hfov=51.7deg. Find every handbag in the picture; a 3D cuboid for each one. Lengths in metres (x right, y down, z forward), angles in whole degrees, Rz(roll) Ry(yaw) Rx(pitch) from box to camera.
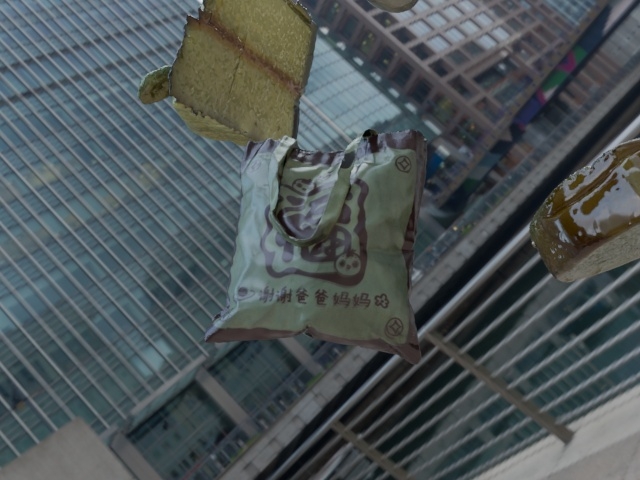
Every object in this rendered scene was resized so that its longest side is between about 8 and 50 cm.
[{"bbox_3d":[0.000,0.000,0.669,0.127,0.213,0.235,54,-141,-68],"label":"handbag"}]

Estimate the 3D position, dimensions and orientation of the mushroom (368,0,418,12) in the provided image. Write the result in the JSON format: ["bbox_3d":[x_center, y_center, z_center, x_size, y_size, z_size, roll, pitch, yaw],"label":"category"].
[{"bbox_3d":[0.134,-0.395,0.827,0.209,0.206,0.206,-8,-16,-4],"label":"mushroom"}]

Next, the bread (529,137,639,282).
[{"bbox_3d":[0.320,-0.037,0.652,0.236,0.070,0.236,-20,-20,-8],"label":"bread"}]

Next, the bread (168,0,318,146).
[{"bbox_3d":[-0.115,-0.336,1.188,0.405,0.242,0.346,161,120,-79],"label":"bread"}]

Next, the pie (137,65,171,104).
[{"bbox_3d":[-0.262,-0.251,1.067,0.084,0.020,0.084,-32,-9,-6],"label":"pie"}]
